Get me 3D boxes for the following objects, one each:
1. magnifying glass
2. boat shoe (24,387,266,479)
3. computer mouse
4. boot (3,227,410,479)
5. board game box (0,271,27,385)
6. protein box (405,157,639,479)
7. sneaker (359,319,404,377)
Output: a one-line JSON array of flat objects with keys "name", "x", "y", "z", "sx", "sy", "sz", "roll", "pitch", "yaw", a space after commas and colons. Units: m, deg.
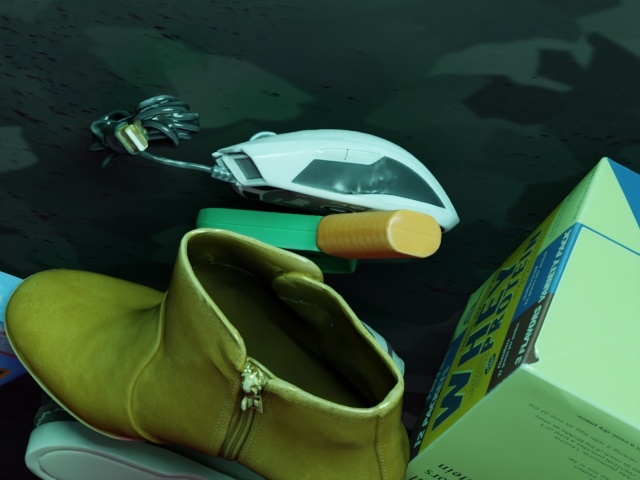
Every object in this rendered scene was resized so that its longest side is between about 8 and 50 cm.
[{"name": "magnifying glass", "x": 0.000, "y": 0.000, "z": 0.929, "sx": 0.092, "sy": 0.026, "sz": 0.231, "roll": 13, "pitch": 172, "yaw": -22}, {"name": "boat shoe", "x": -0.085, "y": 0.161, "z": 1.296, "sx": 0.109, "sy": 0.091, "sz": 0.305, "roll": -21, "pitch": 144, "yaw": 37}, {"name": "computer mouse", "x": -0.018, "y": -0.042, "z": 0.903, "sx": 0.193, "sy": 0.042, "sz": 0.106, "roll": 13, "pitch": 171, "yaw": -17}, {"name": "boot", "x": -0.072, "y": 0.050, "z": 0.992, "sx": 0.295, "sy": 0.104, "sz": 0.211, "roll": 30, "pitch": 152, "yaw": 20}, {"name": "board game box", "x": -0.281, "y": 0.059, "z": 1.193, "sx": 0.160, "sy": 0.039, "sz": 0.211, "roll": 23, "pitch": 150, "yaw": -29}, {"name": "protein box", "x": 0.181, "y": 0.092, "z": 0.971, "sx": 0.200, "sy": 0.136, "sz": 0.201, "roll": 28, "pitch": 152, "yaw": -4}, {"name": "sneaker", "x": -0.032, "y": 0.096, "z": 1.169, "sx": 0.185, "sy": 0.069, "sz": 0.084, "roll": -16, "pitch": 141, "yaw": 42}]
